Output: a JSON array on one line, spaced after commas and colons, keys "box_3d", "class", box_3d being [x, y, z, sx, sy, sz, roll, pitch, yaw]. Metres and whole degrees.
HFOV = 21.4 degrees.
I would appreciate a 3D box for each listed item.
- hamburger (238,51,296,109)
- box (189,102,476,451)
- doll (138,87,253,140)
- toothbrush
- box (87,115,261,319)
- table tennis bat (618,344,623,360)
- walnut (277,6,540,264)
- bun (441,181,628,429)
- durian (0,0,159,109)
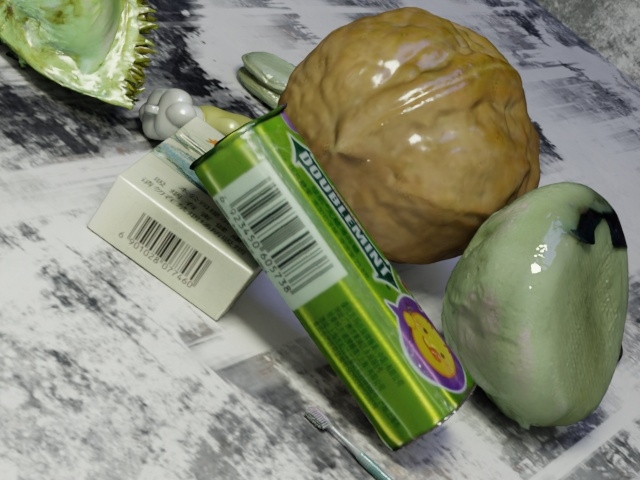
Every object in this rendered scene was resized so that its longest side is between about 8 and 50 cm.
[{"box_3d": [-0.063, -0.208, 2.228, 0.121, 0.054, 0.084, 41, 26, 19], "class": "hamburger"}, {"box_3d": [0.016, 0.032, 1.659, 0.346, 0.097, 0.134, 55, 23, 0], "class": "box"}, {"box_3d": [-0.134, -0.127, 1.931, 0.162, 0.062, 0.106, 20, -12, -37], "class": "doll"}, {"box_3d": [0.047, 0.213, 1.582, 0.167, 0.011, 0.014, 42, 28, 15], "class": "toothbrush"}, {"box_3d": [-0.117, -0.029, 1.755, 0.164, 0.069, 0.256, 36, 22, 1], "class": "box"}, {"box_3d": [0.322, 0.081, 2.233, 0.150, 0.027, 0.236, 23, 27, -29], "class": "table tennis bat"}, {"box_3d": [0.101, -0.119, 1.974, 0.306, 0.306, 0.344, 42, 27, 16], "class": "walnut"}, {"box_3d": [0.228, 0.067, 1.879, 0.179, 0.283, 0.283, 8, 8, 29], "class": "bun"}, {"box_3d": [-0.337, -0.275, 1.944, 0.394, 0.163, 0.198, 35, 60, 10], "class": "durian"}]
